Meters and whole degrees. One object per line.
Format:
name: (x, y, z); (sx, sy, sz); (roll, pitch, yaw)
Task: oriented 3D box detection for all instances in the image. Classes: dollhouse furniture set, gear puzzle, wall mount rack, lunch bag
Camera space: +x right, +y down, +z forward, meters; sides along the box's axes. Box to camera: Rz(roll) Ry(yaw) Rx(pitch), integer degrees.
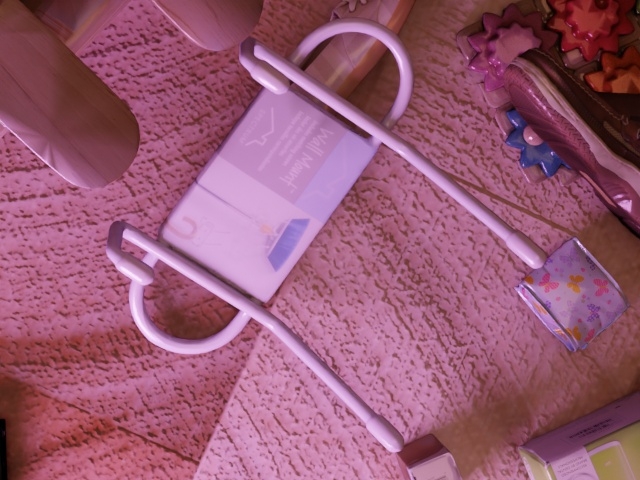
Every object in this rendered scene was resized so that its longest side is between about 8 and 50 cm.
dollhouse furniture set: (-0.115, -0.214, 1.279); (0.394, 0.362, 0.256); (-48, 117, -6)
gear puzzle: (0.307, -0.187, 1.462); (0.338, 0.044, 0.176); (-26, 92, -4)
wall mount rack: (0.000, 0.000, 1.366); (0.304, 0.130, 0.350); (33, 104, -15)
lunch bag: (0.228, 0.051, 1.454); (0.071, 0.053, 0.083); (-42, 84, -6)

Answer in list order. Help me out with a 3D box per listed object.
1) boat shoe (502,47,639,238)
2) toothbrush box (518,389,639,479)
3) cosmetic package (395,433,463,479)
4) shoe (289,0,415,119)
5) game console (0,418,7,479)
boat shoe: (0.257, -0.097, 1.402); (0.095, 0.095, 0.257); (-49, 128, -1)
toothbrush box: (0.331, 0.277, 1.429); (0.206, 0.122, 0.283); (-23, 93, -4)
cosmetic package: (0.099, 0.211, 1.411); (0.041, 0.115, 0.060); (-22, 91, -3)
shoe: (0.019, -0.170, 1.423); (0.058, 0.076, 0.219); (35, 90, -10)
game console: (-0.383, 0.116, 1.409); (0.213, 0.044, 0.362); (-1, 91, -6)
